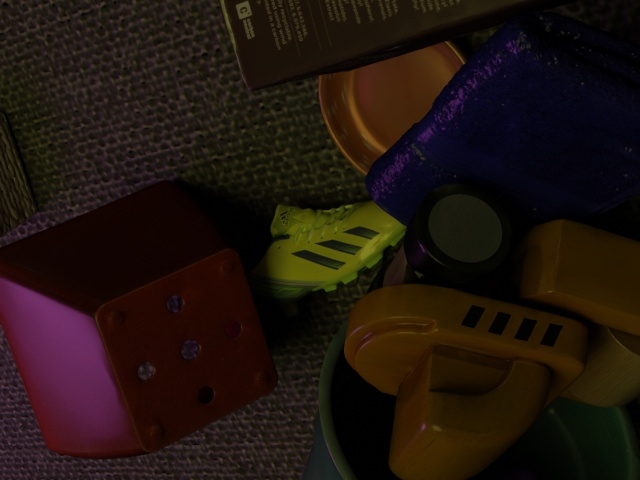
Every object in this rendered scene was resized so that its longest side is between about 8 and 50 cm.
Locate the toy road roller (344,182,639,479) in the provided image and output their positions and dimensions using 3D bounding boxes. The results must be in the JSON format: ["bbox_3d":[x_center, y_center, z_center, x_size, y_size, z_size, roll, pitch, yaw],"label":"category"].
[{"bbox_3d":[0.185,0.117,1.260,0.329,0.240,0.202,14,151,-7],"label":"toy road roller"}]

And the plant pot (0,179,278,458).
[{"bbox_3d":[-0.199,0.107,1.551,0.236,0.267,0.267,15,125,58],"label":"plant pot"}]

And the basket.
[{"bbox_3d":[-0.473,-0.085,1.809,0.113,0.103,0.167,-1,112,37],"label":"basket"}]

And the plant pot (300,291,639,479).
[{"bbox_3d":[0.118,0.284,1.444,0.341,0.341,0.334,38,138,14],"label":"plant pot"}]

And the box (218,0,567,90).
[{"bbox_3d":[0.113,-0.252,1.203,0.381,0.191,0.143,-14,94,37],"label":"box"}]

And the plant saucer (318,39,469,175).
[{"bbox_3d":[0.089,-0.148,1.406,0.200,0.037,0.200,17,122,29],"label":"plant saucer"}]

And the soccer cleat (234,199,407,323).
[{"bbox_3d":[-0.001,0.001,1.516,0.289,0.093,0.121,-30,92,42],"label":"soccer cleat"}]

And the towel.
[{"bbox_3d":[0.200,-0.077,1.229,0.228,0.076,0.308,16,149,-17],"label":"towel"}]
